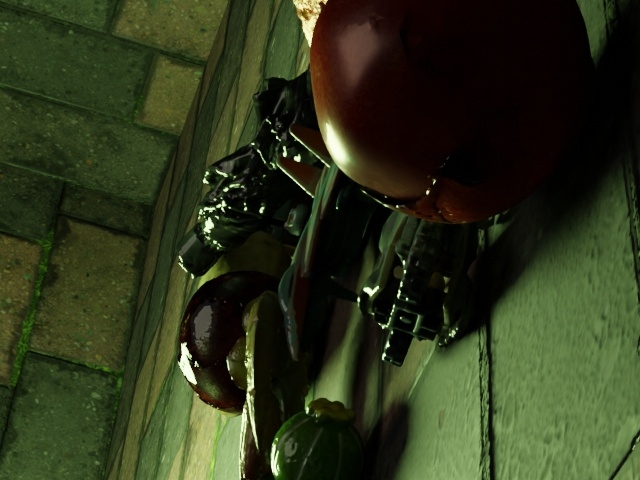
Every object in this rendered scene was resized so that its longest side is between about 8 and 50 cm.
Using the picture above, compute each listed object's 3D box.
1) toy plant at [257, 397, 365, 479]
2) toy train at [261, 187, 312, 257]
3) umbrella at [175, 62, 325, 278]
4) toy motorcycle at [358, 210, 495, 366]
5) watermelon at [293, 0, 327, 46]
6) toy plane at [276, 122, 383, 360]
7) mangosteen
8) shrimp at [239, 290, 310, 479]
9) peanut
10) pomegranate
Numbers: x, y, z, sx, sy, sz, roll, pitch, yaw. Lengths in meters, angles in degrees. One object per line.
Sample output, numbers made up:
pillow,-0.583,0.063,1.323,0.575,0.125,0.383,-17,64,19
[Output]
toy plant,-0.013,0.223,1.627,0.093,0.093,0.162,-106,33,-72
toy train,-0.052,-0.072,2.316,0.127,0.089,0.219,-38,-37,-90
umbrella,-0.065,-0.097,2.110,0.336,0.128,0.154,-41,21,36
toy motorcycle,0.087,0.018,1.433,0.229,0.094,0.130,96,-170,-68
watermelon,0.043,-0.322,2.191,0.145,0.137,0.193,-38,-14,-36
toy plane,0.007,0.002,1.840,0.223,0.104,0.326,115,162,-46
mangosteen,-0.076,0.114,2.001,0.180,0.166,0.166,-11,61,51
shrimp,-0.051,0.172,1.771,0.145,0.061,0.267,73,-159,-58
peanut,-0.095,0.100,2.191,0.137,0.122,0.253,-54,24,41
pomegranate,0.088,-0.113,1.262,0.235,0.210,0.210,134,150,-67
